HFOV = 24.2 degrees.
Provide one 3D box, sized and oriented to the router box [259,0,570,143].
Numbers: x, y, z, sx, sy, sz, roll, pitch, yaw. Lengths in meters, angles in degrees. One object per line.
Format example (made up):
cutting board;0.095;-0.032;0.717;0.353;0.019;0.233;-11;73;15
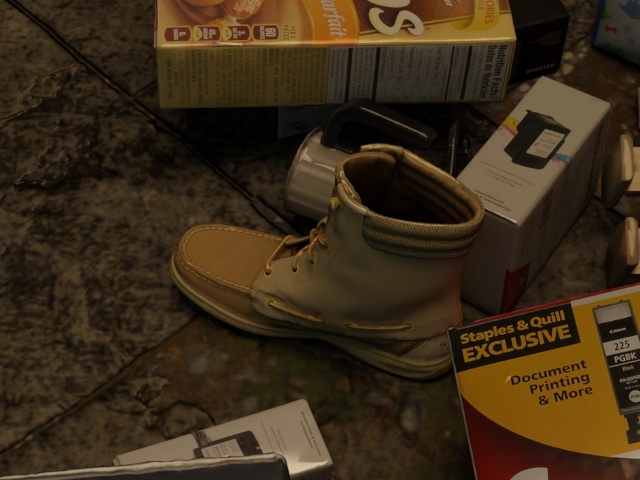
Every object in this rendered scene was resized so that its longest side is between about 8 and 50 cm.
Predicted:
router box;0.057;-0.241;1.503;0.309;0.081;0.243;-15;53;-14

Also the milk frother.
milk frother;0.061;-0.062;1.358;0.135;0.129;0.143;23;10;16

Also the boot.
boot;0.000;0.000;1.219;0.262;0.203;0.095;20;52;12

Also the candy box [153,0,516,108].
candy box;0.007;-0.215;1.369;0.317;0.087;0.183;-2;52;-4

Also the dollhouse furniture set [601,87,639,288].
dollhouse furniture set;0.362;-0.055;1.354;0.212;0.161;0.242;2;72;0

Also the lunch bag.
lunch bag;0.349;-0.244;1.471;0.129;0.151;0.096;28;55;20

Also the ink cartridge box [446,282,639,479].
ink cartridge box;0.261;0.114;1.095;0.310;0.130;0.271;-14;55;8

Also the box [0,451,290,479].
box;-0.100;0.370;0.850;0.212;0.293;0.395;-5;50;-6

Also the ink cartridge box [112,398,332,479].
ink cartridge box;-0.073;0.190;1.120;0.151;0.109;0.063;-16;56;-14

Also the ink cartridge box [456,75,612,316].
ink cartridge box;0.178;-0.039;1.310;0.072;0.127;0.175;26;53;21
